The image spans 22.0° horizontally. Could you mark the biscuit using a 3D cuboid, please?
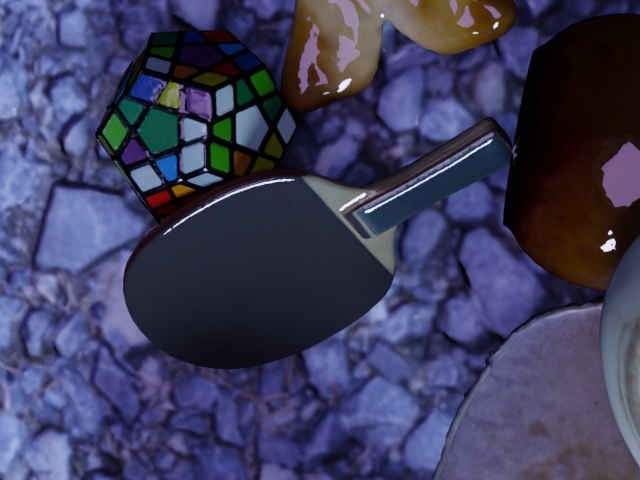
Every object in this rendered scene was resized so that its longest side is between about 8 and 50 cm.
[{"bbox_3d":[0.020,-0.203,1.049,0.164,0.047,0.208,-19,92,22],"label":"biscuit"}]

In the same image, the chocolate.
[{"bbox_3d":[0.193,-0.048,0.964,0.176,0.177,0.177,2,98,17],"label":"chocolate"}]

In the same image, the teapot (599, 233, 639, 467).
[{"bbox_3d":[0.285,0.101,0.825,0.318,0.149,0.220,55,144,15],"label":"teapot"}]

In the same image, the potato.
[{"bbox_3d":[0.187,0.204,0.987,0.246,0.196,0.300,-16,62,-2],"label":"potato"}]

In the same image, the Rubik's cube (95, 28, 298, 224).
[{"bbox_3d":[-0.081,-0.072,1.063,0.112,0.133,0.133,28,106,-12],"label":"Rubik's cube"}]

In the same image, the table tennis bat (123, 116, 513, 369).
[{"bbox_3d":[0.000,0.000,1.052,0.274,0.021,0.154,-29,131,17],"label":"table tennis bat"}]
